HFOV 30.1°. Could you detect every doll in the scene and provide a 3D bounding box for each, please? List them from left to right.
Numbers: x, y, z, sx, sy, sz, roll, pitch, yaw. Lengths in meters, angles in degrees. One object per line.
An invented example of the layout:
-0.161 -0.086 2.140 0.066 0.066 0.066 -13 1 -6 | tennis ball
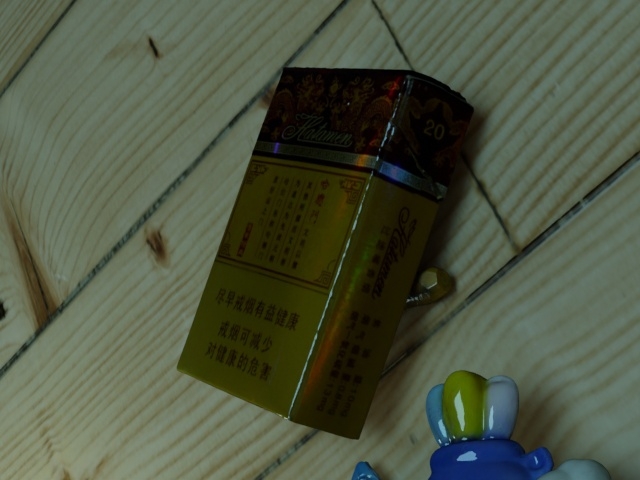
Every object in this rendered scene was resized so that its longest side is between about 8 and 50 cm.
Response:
0.216 0.304 1.124 0.365 0.187 0.376 20 65 38 | doll

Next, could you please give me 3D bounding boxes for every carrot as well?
0.082 0.071 1.406 0.170 0.042 0.042 -25 61 39 | carrot

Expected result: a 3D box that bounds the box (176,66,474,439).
0.000 -0.001 1.416 0.264 0.115 0.415 12 81 54 | box

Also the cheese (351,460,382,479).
0.018 0.381 1.362 0.135 0.052 0.245 43 108 43 | cheese
